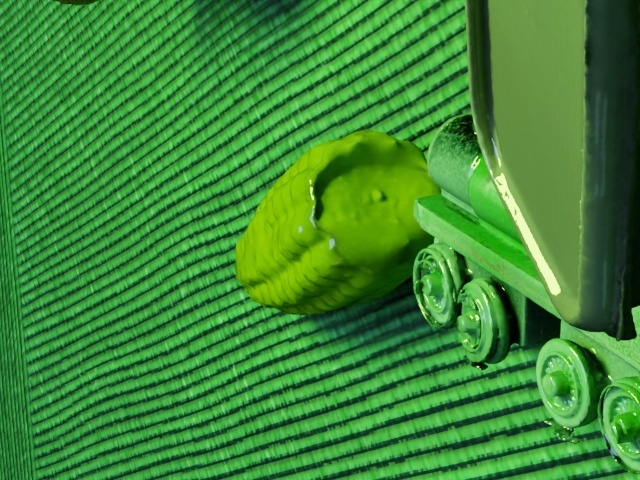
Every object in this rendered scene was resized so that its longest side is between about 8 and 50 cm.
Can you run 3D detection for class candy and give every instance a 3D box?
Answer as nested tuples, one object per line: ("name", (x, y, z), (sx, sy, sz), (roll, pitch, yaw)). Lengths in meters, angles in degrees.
("candy", (0.000, 0.000, 1.156), (0.209, 0.096, 0.097), (148, 117, -65))

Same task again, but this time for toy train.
("toy train", (0.123, 0.016, 0.915), (0.251, 0.085, 0.119), (37, 132, 54))

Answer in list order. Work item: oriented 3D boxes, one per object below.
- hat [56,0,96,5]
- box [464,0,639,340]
("hat", (-0.089, -0.256, 1.230), (0.233, 0.233, 0.244), (17, 103, 37))
("box", (0.152, -0.097, 0.686), (0.274, 0.178, 0.138), (80, 171, -53))
